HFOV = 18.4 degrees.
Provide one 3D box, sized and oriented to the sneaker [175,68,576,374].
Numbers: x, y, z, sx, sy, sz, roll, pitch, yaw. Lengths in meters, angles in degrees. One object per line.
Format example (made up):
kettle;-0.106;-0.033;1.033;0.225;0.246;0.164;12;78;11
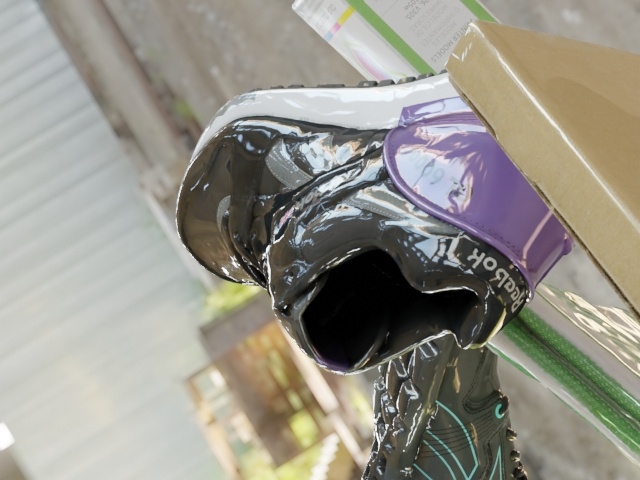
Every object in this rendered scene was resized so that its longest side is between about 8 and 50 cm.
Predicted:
sneaker;0.000;0.000;0.903;0.107;0.124;0.283;45;151;-22

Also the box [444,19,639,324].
box;0.141;0.021;0.509;0.164;0.021;0.201;7;-144;-39

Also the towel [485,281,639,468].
towel;0.221;0.114;1.033;0.248;0.038;0.325;40;-170;24

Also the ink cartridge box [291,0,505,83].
ink cartridge box;0.082;-0.098;1.185;0.209;0.062;0.109;43;173;-4

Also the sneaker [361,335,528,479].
sneaker;0.079;0.131;1.199;0.101;0.106;0.267;-109;31;-69
